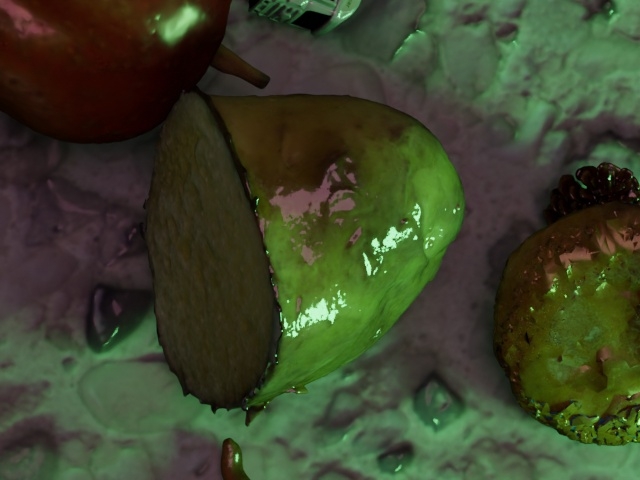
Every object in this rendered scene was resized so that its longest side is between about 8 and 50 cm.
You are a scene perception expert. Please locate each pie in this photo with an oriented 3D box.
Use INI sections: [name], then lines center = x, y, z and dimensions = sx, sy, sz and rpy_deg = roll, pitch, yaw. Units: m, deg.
[pie]
center = 0.292, 0.087, 1.763
dimensions = 0.273, 0.069, 0.273
rpy_deg = 2, 113, 4

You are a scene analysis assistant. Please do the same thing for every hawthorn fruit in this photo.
[hawthorn fruit]
center = -0.190, -0.223, 1.733
dimensions = 0.330, 0.287, 0.287
rpy_deg = 29, 77, -16

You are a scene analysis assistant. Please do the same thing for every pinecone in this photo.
[pinecone]
center = 0.268, -0.026, 1.806
dimensions = 0.102, 0.109, 0.102
rpy_deg = 1, 78, -5

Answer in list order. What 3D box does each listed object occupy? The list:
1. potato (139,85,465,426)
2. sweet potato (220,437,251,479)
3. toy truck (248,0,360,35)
[potato]
center = 0.000, 0.000, 1.717
dimensions = 0.237, 0.289, 0.301
rpy_deg = -9, 80, -29
[sweet potato]
center = -0.049, 0.267, 1.753
dimensions = 0.044, 0.044, 0.179
rpy_deg = -34, 85, -11
[toy truck]
center = 0.018, -0.327, 1.839
dimensions = 0.124, 0.114, 0.253
rpy_deg = 23, 78, -13
